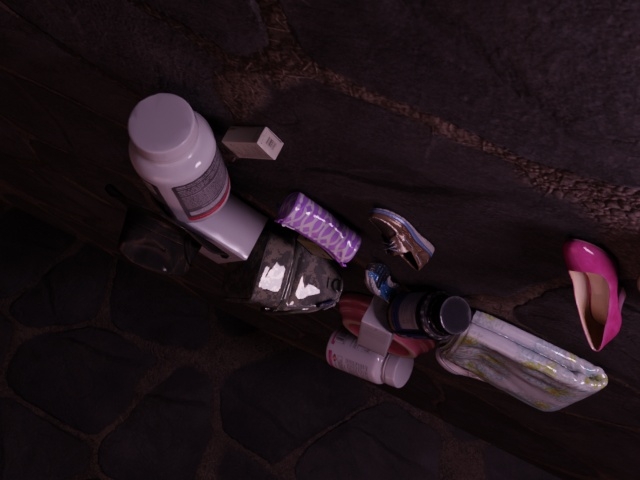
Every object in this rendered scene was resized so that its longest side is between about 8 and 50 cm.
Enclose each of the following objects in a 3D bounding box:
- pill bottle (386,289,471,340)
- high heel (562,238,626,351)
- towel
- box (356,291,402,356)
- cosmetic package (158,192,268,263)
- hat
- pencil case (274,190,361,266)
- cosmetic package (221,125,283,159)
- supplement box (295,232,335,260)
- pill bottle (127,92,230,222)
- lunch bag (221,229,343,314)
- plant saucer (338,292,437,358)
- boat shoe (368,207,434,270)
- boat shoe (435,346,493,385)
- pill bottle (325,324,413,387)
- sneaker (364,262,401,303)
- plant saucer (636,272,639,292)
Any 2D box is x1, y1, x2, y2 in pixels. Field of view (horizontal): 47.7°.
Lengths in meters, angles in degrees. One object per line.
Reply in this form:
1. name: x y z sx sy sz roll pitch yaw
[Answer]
1. pill bottle: 0.269 0.186 1.797 0.122 0.123 0.219 34 161 -21
2. high heel: 0.459 0.094 1.243 0.082 0.117 0.244 13 159 40
3. towel: 0.506 0.322 1.882 0.374 0.090 0.320 25 161 6
4. box: 0.171 0.221 1.996 0.091 0.130 0.170 24 152 11
5. cosmetic package: -0.295 -0.053 1.929 0.224 0.138 0.224 35 162 -21
6. hat: -0.384 0.004 1.687 0.331 0.134 0.331 30 176 2
7. pencil case: -0.004 -0.028 1.645 0.206 0.088 0.086 33 161 -20
8. cosmetic package: -0.135 -0.194 1.430 0.115 0.041 0.060 11 158 44
9. supplement box: 0.000 0.000 1.775 0.083 0.056 0.083 12 158 41
10. pill bottle: -0.297 -0.170 1.514 0.176 0.176 0.318 24 163 10
11. lunch bag: -0.104 0.104 2.016 0.255 0.213 0.305 16 170 -24
12. plant saucer: 0.197 0.274 2.248 0.332 0.084 0.332 25 163 8
13. boat shoe: 0.164 -0.001 1.503 0.183 0.066 0.066 35 161 -25
14. boat shoe: 0.464 0.361 2.080 0.267 0.096 0.088 27 159 -4
15. pill bottle: 0.174 0.412 2.557 0.283 0.160 0.160 16 160 34
16. sneaker: 0.140 0.106 1.862 0.082 0.071 0.191 23 164 32
17. plant saucer: 0.630 0.089 1.102 0.277 0.041 0.278 25 163 8
